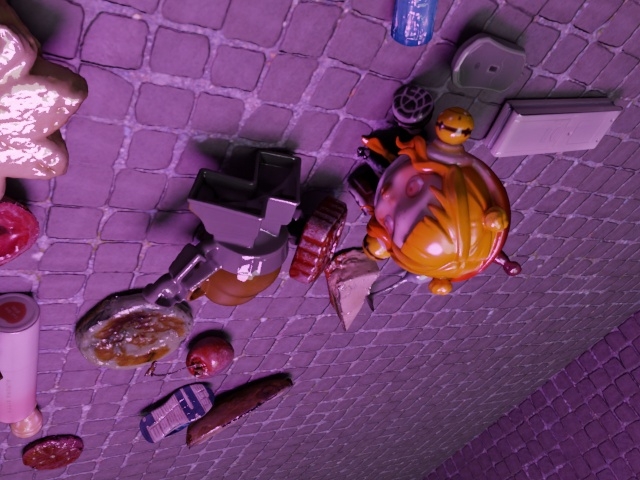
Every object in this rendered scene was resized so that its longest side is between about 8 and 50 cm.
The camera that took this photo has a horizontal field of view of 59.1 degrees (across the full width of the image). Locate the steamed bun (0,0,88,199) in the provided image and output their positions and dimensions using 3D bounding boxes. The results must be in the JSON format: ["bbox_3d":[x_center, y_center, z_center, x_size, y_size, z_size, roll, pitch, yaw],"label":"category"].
[{"bbox_3d":[-0.418,-0.161,0.624,0.295,0.137,0.292,-22,141,-18],"label":"steamed bun"}]

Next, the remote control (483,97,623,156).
[{"bbox_3d":[0.463,-0.229,1.122,0.277,0.056,0.103,-8,141,-24],"label":"remote control"}]

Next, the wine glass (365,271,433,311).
[{"bbox_3d":[0.228,0.085,1.375,0.262,0.074,0.074,-26,145,0],"label":"wine glass"}]

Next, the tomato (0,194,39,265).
[{"bbox_3d":[-0.502,-0.023,0.777,0.189,0.099,0.173,-22,157,-49],"label":"tomato"}]

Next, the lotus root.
[{"bbox_3d":[-0.229,0.457,1.563,0.329,0.078,0.167,-28,168,-15],"label":"lotus root"}]

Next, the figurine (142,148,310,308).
[{"bbox_3d":[-0.137,0.004,0.968,0.342,0.167,0.285,-8,140,-23],"label":"figurine"}]

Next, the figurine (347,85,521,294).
[{"bbox_3d":[0.186,-0.066,0.933,0.196,0.323,0.320,0,139,-29],"label":"figurine"}]

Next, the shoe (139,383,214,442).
[{"bbox_3d":[-0.370,0.447,1.480,0.207,0.092,0.106,-32,170,2],"label":"shoe"}]

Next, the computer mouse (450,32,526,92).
[{"bbox_3d":[0.274,-0.294,0.926,0.181,0.056,0.089,-3,138,-37],"label":"computer mouse"}]

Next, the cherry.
[{"bbox_3d":[-0.276,0.267,1.258,0.107,0.090,0.225,-25,167,29],"label":"cherry"}]

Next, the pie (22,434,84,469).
[{"bbox_3d":[-0.687,0.545,1.446,0.154,0.036,0.154,-15,142,-12],"label":"pie"}]

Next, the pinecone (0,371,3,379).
[{"bbox_3d":[-0.625,0.206,0.864,0.243,0.243,0.257,20,102,-44],"label":"pinecone"}]

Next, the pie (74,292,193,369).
[{"bbox_3d":[-0.378,0.188,1.159,0.240,0.054,0.241,-17,142,-14],"label":"pie"}]

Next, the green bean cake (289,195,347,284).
[{"bbox_3d":[0.000,0.000,1.027,0.056,0.136,0.135,23,122,9],"label":"green bean cake"}]

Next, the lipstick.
[{"bbox_3d":[-0.580,0.231,1.063,0.087,0.087,0.327,-1,139,-29],"label":"lipstick"}]

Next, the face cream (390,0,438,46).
[{"bbox_3d":[0.133,-0.400,0.685,0.163,0.080,0.337,-17,144,-12],"label":"face cream"}]

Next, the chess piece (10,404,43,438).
[{"bbox_3d":[-0.644,0.372,1.233,0.066,0.066,0.122,-3,133,-27],"label":"chess piece"}]

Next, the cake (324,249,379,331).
[{"bbox_3d":[0.043,0.120,1.288,0.116,0.086,0.220,0,138,-31],"label":"cake"}]
